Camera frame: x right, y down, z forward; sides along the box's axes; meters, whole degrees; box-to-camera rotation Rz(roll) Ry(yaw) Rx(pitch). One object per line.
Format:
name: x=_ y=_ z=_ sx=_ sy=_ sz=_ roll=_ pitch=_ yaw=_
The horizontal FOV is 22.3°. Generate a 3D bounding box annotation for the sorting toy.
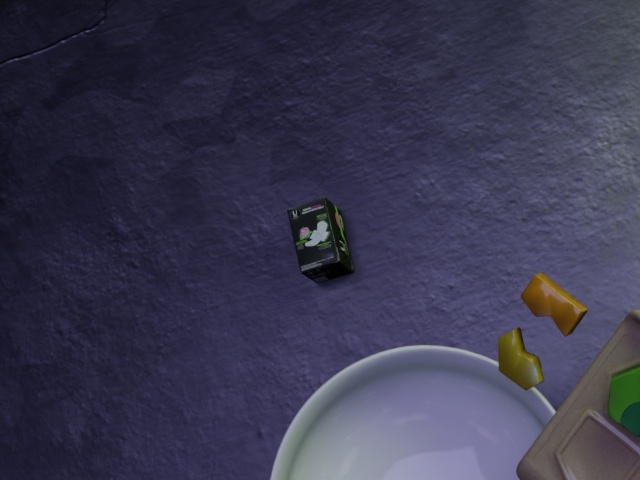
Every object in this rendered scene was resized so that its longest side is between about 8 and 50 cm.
sorting toy: x=0.288 y=0.185 z=1.586 sx=0.307 sy=0.041 sz=0.229 roll=39 pitch=114 yaw=19

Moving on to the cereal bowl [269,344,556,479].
cereal bowl: x=0.115 y=0.290 z=1.729 sx=0.339 sy=0.141 sz=0.339 roll=-2 pitch=74 yaw=6

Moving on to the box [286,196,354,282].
box: x=0.000 y=0.000 z=1.942 sx=0.052 sy=0.062 sz=0.083 roll=-17 pitch=71 yaw=15
